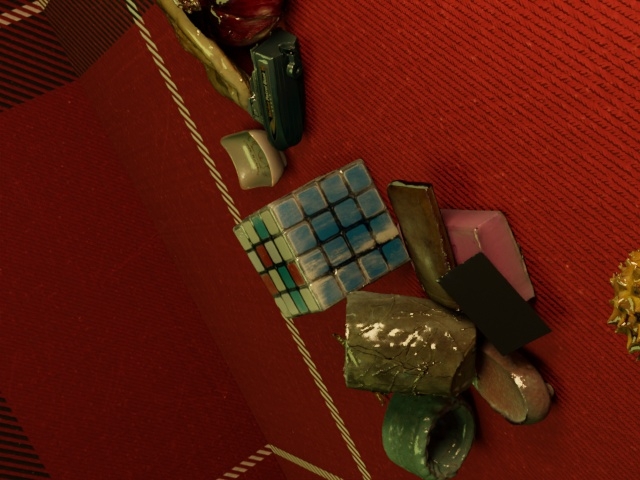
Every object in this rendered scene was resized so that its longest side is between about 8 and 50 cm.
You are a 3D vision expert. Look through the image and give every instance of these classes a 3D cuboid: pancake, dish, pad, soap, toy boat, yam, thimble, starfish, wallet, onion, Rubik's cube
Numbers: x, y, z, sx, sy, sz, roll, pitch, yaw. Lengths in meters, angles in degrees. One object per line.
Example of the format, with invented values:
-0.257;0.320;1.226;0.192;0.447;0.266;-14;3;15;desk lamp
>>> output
-0.262;-0.440;1.998;0.387;0.082;0.387;51;180;0;pancake
-0.160;-0.214;2.172;0.212;0.077;0.151;1;117;62;dish
0.307;0.115;1.522;0.190;0.004;0.127;49;137;-2;pad
0.268;0.032;1.620;0.259;0.081;0.181;8;125;61;soap
-0.095;-0.315;1.869;0.122;0.114;0.296;22;140;23;toy boat
0.384;0.277;1.706;0.227;0.085;0.155;-142;38;-61;toy boat
0.177;0.219;1.726;0.202;0.271;0.201;81;-170;-55;yam
0.253;0.441;1.967;0.143;0.198;0.235;20;117;49;thimble
0.127;0.332;2.284;0.247;0.050;0.138;53;156;-4;starfish
0.196;0.004;1.591;0.137;0.031;0.255;19;133;58;wallet
-0.207;-0.531;1.704;0.314;0.232;0.314;46;155;30;onion
0.001;0.001;1.888;0.256;0.259;0.253;62;155;-4;Rubik's cube

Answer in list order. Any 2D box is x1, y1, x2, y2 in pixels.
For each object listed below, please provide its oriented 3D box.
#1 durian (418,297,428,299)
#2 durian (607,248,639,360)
0.223;0.201;1.888;0.139;0.101;0.250;10;137;12;durian
0.512;0.156;1.255;0.191;0.112;0.341;0;120;60;durian
